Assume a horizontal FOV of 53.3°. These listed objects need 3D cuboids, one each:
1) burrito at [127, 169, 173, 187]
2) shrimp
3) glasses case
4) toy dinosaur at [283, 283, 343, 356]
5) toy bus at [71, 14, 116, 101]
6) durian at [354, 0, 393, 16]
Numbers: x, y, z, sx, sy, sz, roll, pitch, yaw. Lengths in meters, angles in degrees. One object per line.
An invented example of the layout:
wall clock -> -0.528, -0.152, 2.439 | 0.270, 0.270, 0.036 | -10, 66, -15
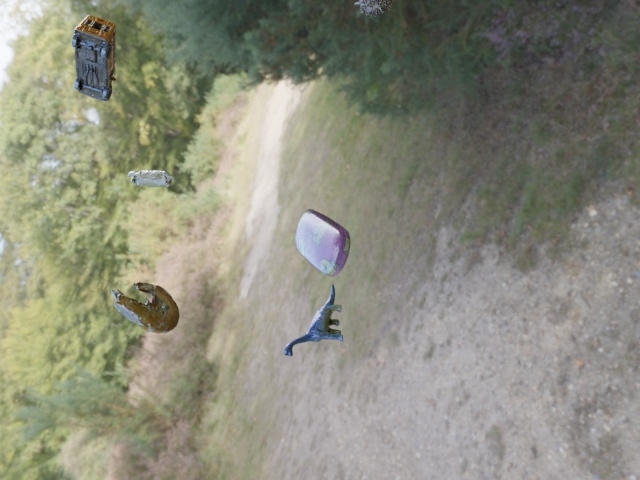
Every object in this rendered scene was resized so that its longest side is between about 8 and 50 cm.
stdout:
burrito -> -0.574, -0.209, 2.162 | 0.045, 0.188, 0.058 | -34, -55, -60
shrimp -> -0.450, 0.168, 1.644 | 0.051, 0.187, 0.132 | -46, 20, 34
glasses case -> 0.000, 0.000, 1.658 | 0.316, 0.076, 0.123 | -141, 67, -66
toy dinosaur -> -0.023, 0.254, 2.033 | 0.075, 0.188, 0.247 | 118, 155, -62
toy bus -> -0.522, -0.421, 1.490 | 0.194, 0.083, 0.088 | 116, 170, -53
durian -> 0.111, -0.511, 1.337 | 0.091, 0.080, 0.080 | -6, 54, 27
